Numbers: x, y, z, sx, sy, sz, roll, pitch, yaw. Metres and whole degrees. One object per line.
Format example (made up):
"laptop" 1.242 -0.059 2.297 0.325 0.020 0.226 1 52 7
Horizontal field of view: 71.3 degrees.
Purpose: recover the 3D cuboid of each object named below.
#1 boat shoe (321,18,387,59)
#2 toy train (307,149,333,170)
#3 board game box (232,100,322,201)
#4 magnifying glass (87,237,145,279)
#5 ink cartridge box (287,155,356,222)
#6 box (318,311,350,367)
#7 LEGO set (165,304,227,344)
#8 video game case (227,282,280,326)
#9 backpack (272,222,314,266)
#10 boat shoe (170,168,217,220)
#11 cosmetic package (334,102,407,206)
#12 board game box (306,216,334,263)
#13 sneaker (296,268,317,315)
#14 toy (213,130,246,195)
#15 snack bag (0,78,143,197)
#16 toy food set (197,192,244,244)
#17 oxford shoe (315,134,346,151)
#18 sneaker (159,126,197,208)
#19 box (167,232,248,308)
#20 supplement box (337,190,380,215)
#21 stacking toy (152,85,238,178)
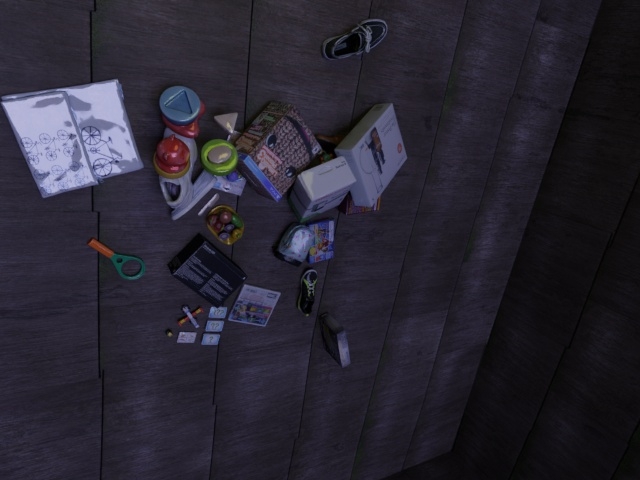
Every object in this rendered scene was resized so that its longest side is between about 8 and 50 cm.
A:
"boat shoe" 0.153 -0.793 1.759 0.306 0.105 0.113 -25 123 -20
"toy train" -0.004 -0.308 1.922 0.125 0.046 0.166 16 107 -39
"board game box" -0.175 -0.340 1.703 0.291 0.141 0.232 -53 135 -13
"magnifying glass" -0.753 0.066 1.653 0.092 0.026 0.231 -47 130 -4
"ink cartridge box" -0.001 -0.203 1.822 0.211 0.289 0.121 -26 82 -16
"box" 0.071 0.506 2.275 0.056 0.183 0.231 -22 123 -22
"LEGO set" -0.528 0.370 1.916 0.244 0.060 0.182 11 102 -35
"video game case" -0.302 0.297 2.044 0.201 0.023 0.183 19 101 -38
"backpack" -0.107 0.015 1.974 0.152 0.115 0.182 24 95 -35
"boat shoe" -0.491 -0.176 1.677 0.227 0.079 0.081 -46 108 -4
"cosmetic package" 0.229 -0.371 1.924 0.377 0.097 0.284 -53 136 -33
"board game box" 0.000 0.000 2.083 0.136 0.035 0.201 -13 118 -27
"sneaker" -0.047 0.250 2.132 0.084 0.097 0.234 -2 113 -32
"toy" -0.321 -0.293 1.731 0.137 0.056 0.237 14 104 -35
"snack bag" -0.775 -0.329 1.442 0.342 0.037 0.323 -19 121 -24
"toy food set" -0.383 -0.068 1.788 0.128 0.071 0.218 -42 127 -8
"oxford shoe" 0.063 -0.422 1.915 0.212 0.076 0.076 10 76 -32
"sneaker" -0.496 -0.259 1.549 0.114 0.152 0.305 -1 97 0
"box" -0.454 0.125 1.816 0.184 0.103 0.261 -44 127 -3
"supplement box" 0.180 -0.188 2.078 0.188 0.081 0.104 -10 117 -28
"stacking toy" -0.406 -0.362 1.484 0.279 0.130 0.309 4 74 -16
